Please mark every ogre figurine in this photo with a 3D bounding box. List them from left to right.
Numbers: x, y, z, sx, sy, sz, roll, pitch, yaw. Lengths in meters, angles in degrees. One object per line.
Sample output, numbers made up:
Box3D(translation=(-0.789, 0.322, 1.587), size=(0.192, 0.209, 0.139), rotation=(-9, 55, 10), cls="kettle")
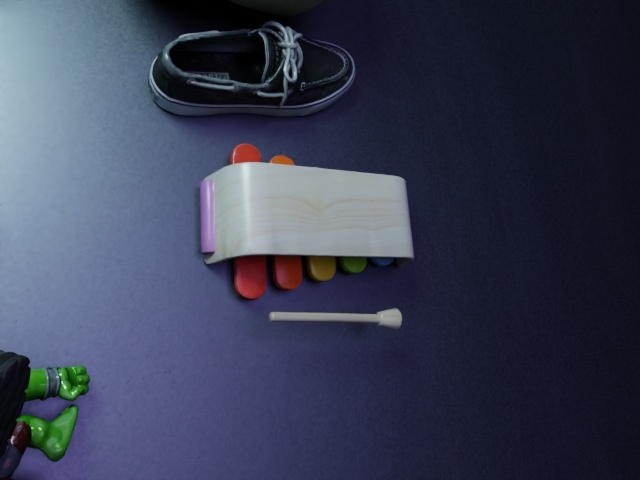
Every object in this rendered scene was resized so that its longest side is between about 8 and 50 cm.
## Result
Box3D(translation=(-0.307, 0.197, 0.528), size=(0.118, 0.097, 0.197), rotation=(35, 74, -29), cls="ogre figurine")

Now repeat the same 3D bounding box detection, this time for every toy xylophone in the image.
Box3D(translation=(0.000, 0.000, 0.749), size=(0.323, 0.081, 0.236), rotation=(11, 72, -26), cls="toy xylophone")

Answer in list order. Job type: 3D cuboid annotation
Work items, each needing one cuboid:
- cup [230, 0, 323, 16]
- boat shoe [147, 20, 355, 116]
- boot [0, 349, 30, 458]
Box3D(translation=(-0.071, -0.430, 0.717), size=(0.237, 0.331, 0.331), rotation=(40, 59, -42), cls="cup")
Box3D(translation=(-0.070, -0.236, 0.758), size=(0.306, 0.105, 0.113), rotation=(-7, 81, -29), cls="boat shoe")
Box3D(translation=(-0.393, 0.184, 0.405), size=(0.223, 0.118, 0.338), rotation=(32, 80, 0), cls="boot")
